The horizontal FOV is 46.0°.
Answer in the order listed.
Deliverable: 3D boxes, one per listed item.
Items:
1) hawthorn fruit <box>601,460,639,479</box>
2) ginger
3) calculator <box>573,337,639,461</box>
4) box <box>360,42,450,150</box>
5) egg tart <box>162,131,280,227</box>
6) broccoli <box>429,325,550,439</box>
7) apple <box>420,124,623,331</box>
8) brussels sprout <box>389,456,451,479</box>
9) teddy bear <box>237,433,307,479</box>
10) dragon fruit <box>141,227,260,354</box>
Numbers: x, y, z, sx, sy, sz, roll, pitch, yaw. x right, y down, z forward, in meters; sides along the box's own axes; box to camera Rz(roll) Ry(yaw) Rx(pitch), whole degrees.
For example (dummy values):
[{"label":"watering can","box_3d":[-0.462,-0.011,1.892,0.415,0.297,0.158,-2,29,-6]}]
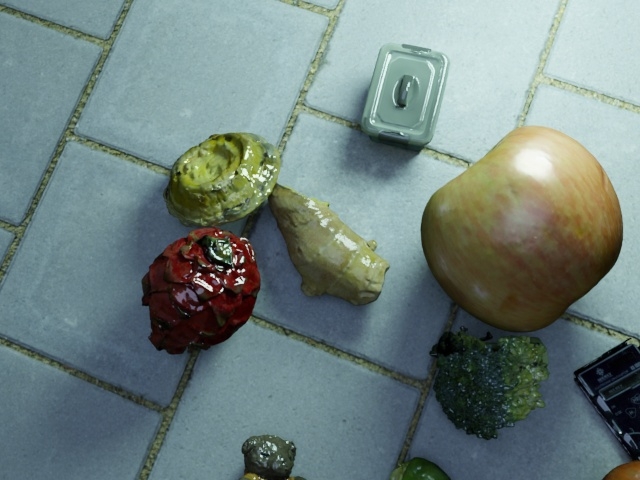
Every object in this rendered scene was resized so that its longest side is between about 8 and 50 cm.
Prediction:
[{"label":"hawthorn fruit","box_3d":[0.656,0.554,1.390,0.298,0.277,0.277,3,78,-4]},{"label":"ginger","box_3d":[0.000,0.000,1.633,0.190,0.126,0.354,-38,74,7]},{"label":"calculator","box_3d":[0.648,0.342,1.502,0.166,0.028,0.274,-44,72,35]},{"label":"box","box_3d":[0.189,-0.313,1.676,0.162,0.130,0.227,13,78,8]},{"label":"egg tart","box_3d":[-0.224,-0.148,1.648,0.278,0.095,0.279,-11,49,13]},{"label":"broccoli","box_3d":[0.353,0.254,1.518,0.243,0.263,0.247,-16,42,-27]},{"label":"apple","box_3d":[0.391,-0.014,1.466,0.391,0.391,0.346,-37,82,-3]},{"label":"brussels sprout","box_3d":[0.189,0.527,1.493,0.145,0.131,0.183,29,77,16]},{"label":"teddy bear","box_3d":[-0.106,0.494,1.537,0.177,0.140,0.190,18,65,-33]},{"label":"dragon fruit","box_3d":[-0.258,0.104,1.572,0.244,0.244,0.299,43,99,12]}]
